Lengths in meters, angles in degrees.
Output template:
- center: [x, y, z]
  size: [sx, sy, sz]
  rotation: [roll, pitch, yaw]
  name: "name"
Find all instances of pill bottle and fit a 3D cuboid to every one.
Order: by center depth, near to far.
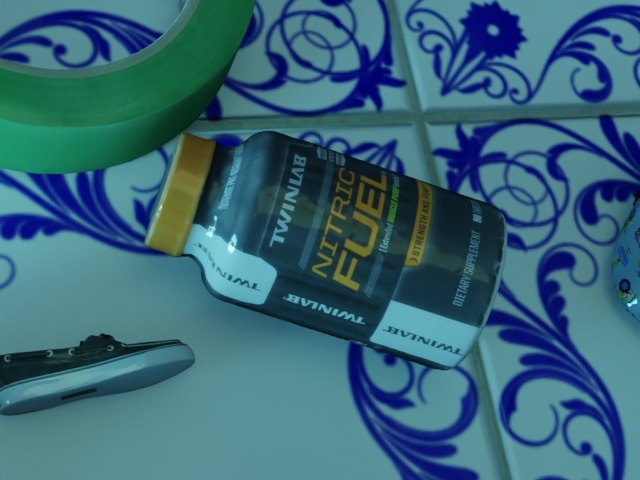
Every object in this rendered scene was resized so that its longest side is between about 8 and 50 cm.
- center: [0.000, 0.000, 0.997]
  size: [0.246, 0.130, 0.130]
  rotation: [18, 62, -9]
  name: "pill bottle"

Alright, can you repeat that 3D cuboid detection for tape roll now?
- center: [-0.211, -0.209, 1.058]
  size: [0.321, 0.077, 0.321]
  rotation: [7, 64, -15]
  name: "tape roll"

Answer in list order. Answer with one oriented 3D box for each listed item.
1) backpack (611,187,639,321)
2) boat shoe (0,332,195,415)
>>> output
- center: [0.325, 0.001, 1.109]
  size: [0.158, 0.117, 0.173]
  rotation: [31, 64, -1]
  name: "backpack"
- center: [-0.158, 0.085, 0.955]
  size: [0.142, 0.049, 0.040]
  rotation: [-11, 70, -20]
  name: "boat shoe"
